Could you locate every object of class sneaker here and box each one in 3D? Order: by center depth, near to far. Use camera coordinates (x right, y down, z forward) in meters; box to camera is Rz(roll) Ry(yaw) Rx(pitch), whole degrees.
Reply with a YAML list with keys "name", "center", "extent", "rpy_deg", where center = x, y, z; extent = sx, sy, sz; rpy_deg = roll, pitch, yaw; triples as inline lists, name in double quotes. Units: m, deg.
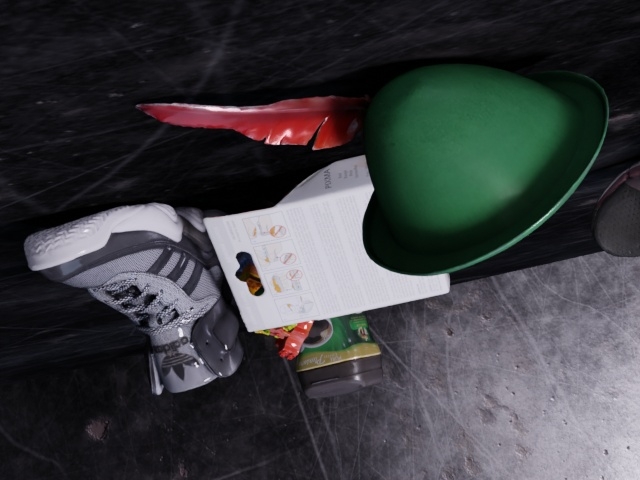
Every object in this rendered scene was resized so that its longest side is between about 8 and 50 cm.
- name: "sneaker"
  center: [-0.140, 0.053, 1.276]
  extent: [0.101, 0.153, 0.268]
  rpy_deg: [-15, 173, 25]
- name: "sneaker"
  center: [0.396, -0.031, 1.584]
  extent: [0.281, 0.106, 0.162]
  rpy_deg: [-27, -163, 32]

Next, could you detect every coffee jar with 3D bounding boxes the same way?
- name: "coffee jar"
  center: [0.009, 0.083, 1.711]
  extent: [0.096, 0.184, 0.079]
  rpy_deg: [-15, 173, 32]

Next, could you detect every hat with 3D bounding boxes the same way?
- name: "hat"
  center: [0.049, -0.095, 0.907]
  extent: [0.173, 0.183, 0.208]
  rpy_deg: [-9, -140, 42]

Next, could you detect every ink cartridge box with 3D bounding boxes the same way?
- name: "ink cartridge box"
  center: [0.008, 0.002, 1.267]
  extent: [0.179, 0.045, 0.145]
  rpy_deg: [-10, 134, 9]

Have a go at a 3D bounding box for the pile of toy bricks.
- name: "pile of toy bricks"
  center: [-0.028, 0.044, 1.370]
  extent: [0.118, 0.105, 0.212]
  rpy_deg: [21, 151, -16]
